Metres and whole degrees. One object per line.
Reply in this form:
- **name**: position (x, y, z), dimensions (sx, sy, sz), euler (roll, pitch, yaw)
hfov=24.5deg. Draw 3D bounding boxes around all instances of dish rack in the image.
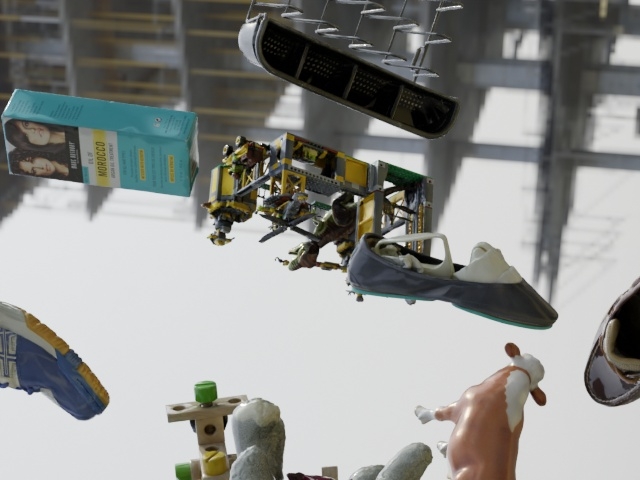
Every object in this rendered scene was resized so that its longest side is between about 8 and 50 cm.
- **dish rack**: position (0.052, -0.243, 1.261), dimensions (0.208, 0.074, 0.272), euler (19, -92, -32)

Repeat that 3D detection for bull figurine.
- **bull figurine**: position (0.217, 0.283, 2.060), dimensions (0.101, 0.188, 0.310), euler (41, -137, -23)

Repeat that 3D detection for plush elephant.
- **plush elephant**: position (0.037, 0.331, 1.679), dimensions (0.272, 0.255, 0.330), euler (39, -133, -26)

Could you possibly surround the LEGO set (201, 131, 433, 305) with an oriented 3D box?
- **LEGO set**: position (0.000, 0.000, 2.030), dimensions (0.331, 0.255, 0.192), euler (22, -118, -36)

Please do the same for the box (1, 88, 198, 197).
- **box**: position (-0.283, -0.125, 1.910), dimensions (0.060, 0.244, 0.101), euler (-77, -8, -47)

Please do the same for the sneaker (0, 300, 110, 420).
- **sneaker**: position (-0.367, 0.117, 1.570), dimensions (0.131, 0.296, 0.112), euler (-54, 7, -16)

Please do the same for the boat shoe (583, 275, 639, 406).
- **boat shoe**: position (0.420, 0.127, 1.970), dimensions (0.123, 0.123, 0.342), euler (-26, -22, -32)

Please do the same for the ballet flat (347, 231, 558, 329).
- **ballet flat**: position (0.123, 0.031, 1.364), dimensions (0.074, 0.203, 0.074), euler (12, -90, -75)

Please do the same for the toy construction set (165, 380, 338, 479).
- **toy construction set**: position (-0.116, 0.332, 2.116), dimensions (0.257, 0.308, 0.237), euler (-25, -65, -71)
